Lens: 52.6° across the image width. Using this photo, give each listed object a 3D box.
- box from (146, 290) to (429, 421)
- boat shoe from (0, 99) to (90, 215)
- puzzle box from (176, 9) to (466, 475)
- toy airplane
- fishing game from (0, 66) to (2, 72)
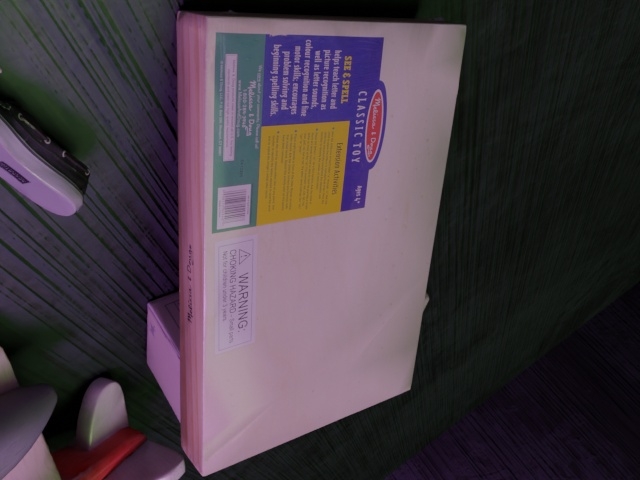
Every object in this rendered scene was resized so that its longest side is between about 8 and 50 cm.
[{"bbox_3d":[-0.039,0.107,0.785,0.311,0.148,0.121,-19,145,-30],"label":"box"},{"bbox_3d":[-0.215,-0.071,0.449,0.142,0.049,0.040,56,40,-50],"label":"boat shoe"},{"bbox_3d":[0.000,0.000,0.611,0.272,0.052,0.409,-11,117,-35],"label":"puzzle box"},{"bbox_3d":[-0.297,0.317,0.641,0.386,0.272,0.385,37,80,-44],"label":"toy airplane"},{"bbox_3d":[-0.313,-0.057,0.327,0.263,0.041,0.189,1,133,-36],"label":"fishing game"}]
